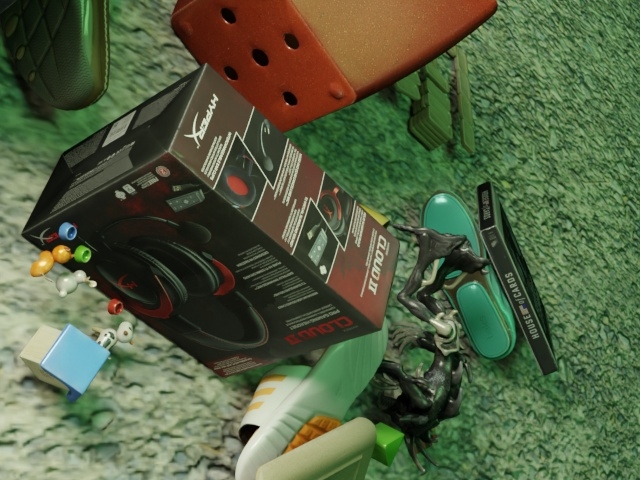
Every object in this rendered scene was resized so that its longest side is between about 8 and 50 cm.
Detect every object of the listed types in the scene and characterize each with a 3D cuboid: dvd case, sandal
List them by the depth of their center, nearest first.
[{"bbox_3d":[-0.018,0.164,1.010,0.265,0.076,0.102,-48,134,-38],"label":"sandal"},{"bbox_3d":[0.281,0.051,1.393,0.239,0.029,0.179,63,16,-18],"label":"dvd case"}]

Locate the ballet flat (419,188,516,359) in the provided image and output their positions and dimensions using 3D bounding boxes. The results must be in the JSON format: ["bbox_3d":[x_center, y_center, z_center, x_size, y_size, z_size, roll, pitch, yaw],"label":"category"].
[{"bbox_3d":[0.203,0.047,1.349,0.087,0.083,0.247,-20,88,-77],"label":"ballet flat"}]

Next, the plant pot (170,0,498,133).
[{"bbox_3d":[-0.009,-0.272,1.113,0.267,0.267,0.236,53,52,-18],"label":"plant pot"}]

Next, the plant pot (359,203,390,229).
[{"bbox_3d":[0.000,0.000,1.092,0.095,0.134,0.134,39,38,8],"label":"plant pot"}]

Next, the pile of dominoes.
[{"bbox_3d":[0.160,-0.253,1.486,0.196,0.040,0.251,37,39,-33],"label":"pile of dominoes"}]

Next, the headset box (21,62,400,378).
[{"bbox_3d":[-0.085,0.006,0.895,0.293,0.218,0.110,41,46,-30],"label":"headset box"}]

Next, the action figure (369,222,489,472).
[{"bbox_3d":[0.112,0.123,1.147,0.164,0.140,0.276,9,91,-57],"label":"action figure"}]

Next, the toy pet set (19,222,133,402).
[{"bbox_3d":[-0.198,0.069,0.819,0.114,0.065,0.122,-60,148,-30],"label":"toy pet set"}]

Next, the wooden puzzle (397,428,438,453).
[{"bbox_3d":[0.119,0.236,1.197,0.083,0.006,0.049,-10,80,-52],"label":"wooden puzzle"}]

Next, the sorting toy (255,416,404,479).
[{"bbox_3d":[-0.028,0.275,0.926,0.347,0.047,0.196,-13,119,-53],"label":"sorting toy"}]

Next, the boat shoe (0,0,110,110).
[{"bbox_3d":[-0.238,-0.278,0.938,0.116,0.123,0.325,6,69,-51],"label":"boat shoe"}]

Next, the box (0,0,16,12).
[{"bbox_3d":[-0.296,-0.334,0.735,0.179,0.312,0.343,28,52,-39],"label":"box"}]
